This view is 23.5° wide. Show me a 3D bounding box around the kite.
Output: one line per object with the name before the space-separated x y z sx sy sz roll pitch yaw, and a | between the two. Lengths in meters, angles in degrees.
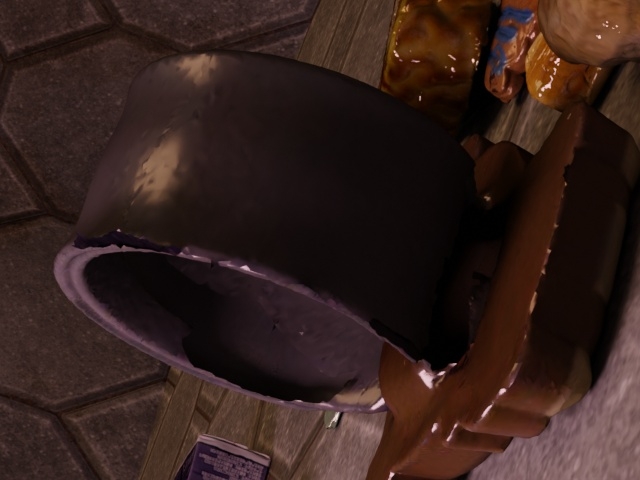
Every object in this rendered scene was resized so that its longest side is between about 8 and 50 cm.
kite | 0.180 -0.219 1.529 0.314 0.011 0.335 -100 34 -71

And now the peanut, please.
peanut | 0.193 -0.170 0.974 0.214 0.100 0.099 89 -163 -67

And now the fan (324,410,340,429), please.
fan | 0.045 0.115 1.586 0.038 0.016 0.193 -92 23 -63

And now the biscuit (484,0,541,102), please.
biscuit | 0.205 -0.255 1.370 0.183 0.043 0.280 -174 103 -75

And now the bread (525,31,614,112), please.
bread | 0.197 -0.155 1.121 0.074 0.053 0.132 -89 22 -61

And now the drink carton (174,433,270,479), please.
drink carton | -0.149 0.373 1.920 0.134 0.102 0.222 126 164 -54

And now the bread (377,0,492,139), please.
bread | 0.115 -0.212 1.478 0.181 0.096 0.222 100 -177 -60

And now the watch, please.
watch | 0.000 0.000 1.052 0.335 0.327 0.314 133 156 -68
